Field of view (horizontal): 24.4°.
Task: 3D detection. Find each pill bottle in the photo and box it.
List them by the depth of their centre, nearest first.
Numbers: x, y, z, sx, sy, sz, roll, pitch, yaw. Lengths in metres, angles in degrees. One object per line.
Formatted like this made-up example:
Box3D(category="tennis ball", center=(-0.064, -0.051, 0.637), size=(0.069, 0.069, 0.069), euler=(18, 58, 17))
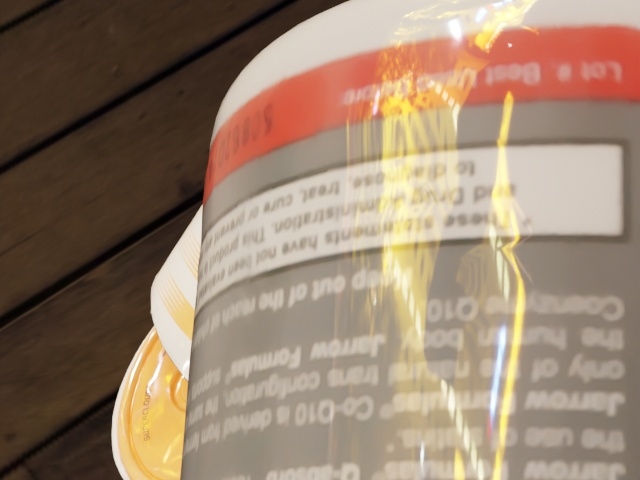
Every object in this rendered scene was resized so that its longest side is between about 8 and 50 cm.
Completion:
Box3D(category="pill bottle", center=(0.062, 0.133, 0.376), size=(0.210, 0.210, 0.362), euler=(10, 71, -17))

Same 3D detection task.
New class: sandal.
Box3D(category="sandal", center=(-0.006, -0.006, 0.633), size=(0.265, 0.102, 0.076), euler=(-48, 141, -5))
